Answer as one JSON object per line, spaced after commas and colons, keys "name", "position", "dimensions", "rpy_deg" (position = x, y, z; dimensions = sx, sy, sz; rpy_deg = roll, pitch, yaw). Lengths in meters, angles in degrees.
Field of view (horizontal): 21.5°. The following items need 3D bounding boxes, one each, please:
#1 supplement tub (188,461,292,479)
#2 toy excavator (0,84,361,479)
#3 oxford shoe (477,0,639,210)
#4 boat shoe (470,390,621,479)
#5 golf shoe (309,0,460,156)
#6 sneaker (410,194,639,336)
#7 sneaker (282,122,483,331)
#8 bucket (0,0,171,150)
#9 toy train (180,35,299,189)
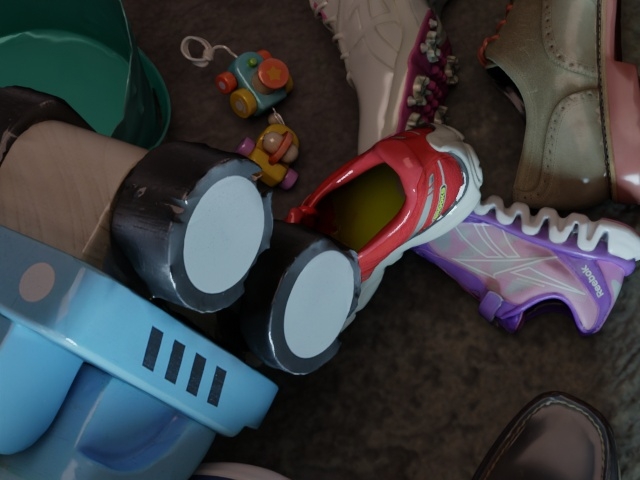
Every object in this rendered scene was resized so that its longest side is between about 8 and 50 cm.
{"name": "supplement tub", "position": [-0.107, 0.323, 1.156], "dimensions": [0.228, 0.228, 0.316], "rpy_deg": [23, 34, 14]}
{"name": "toy excavator", "position": [-0.219, 0.117, 1.114], "dimensions": [0.222, 0.433, 0.445], "rpy_deg": [19, 79, 34]}
{"name": "oxford shoe", "position": [0.192, -0.192, 1.421], "dimensions": [0.130, 0.123, 0.348], "rpy_deg": [-9, 70, 10]}
{"name": "boat shoe", "position": [0.136, 0.276, 1.263], "dimensions": [0.132, 0.130, 0.355], "rpy_deg": [20, 76, 12]}
{"name": "golf shoe", "position": [0.049, -0.186, 1.452], "dimensions": [0.140, 0.115, 0.306], "rpy_deg": [1, 65, 18]}
{"name": "sneaker", "position": [0.140, 0.019, 1.375], "dimensions": [0.236, 0.095, 0.105], "rpy_deg": [13, 85, 11]}
{"name": "sneaker", "position": [0.000, 0.000, 1.331], "dimensions": [0.279, 0.118, 0.107], "rpy_deg": [-45, 70, 30]}
{"name": "bucket", "position": [-0.266, -0.112, 1.417], "dimensions": [0.281, 0.183, 0.281], "rpy_deg": [-2, 72, 6]}
{"name": "toy train", "position": [-0.070, -0.102, 1.431], "dimensions": [0.125, 0.046, 0.166], "rpy_deg": [11, 66, -27]}
